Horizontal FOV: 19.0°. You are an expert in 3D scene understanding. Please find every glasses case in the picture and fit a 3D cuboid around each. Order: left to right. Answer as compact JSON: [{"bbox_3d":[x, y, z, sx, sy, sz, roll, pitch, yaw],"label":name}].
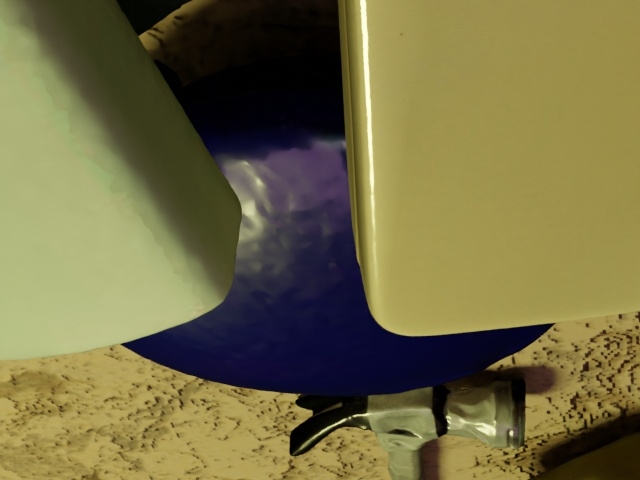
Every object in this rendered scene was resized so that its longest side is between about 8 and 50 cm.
[{"bbox_3d":[0.077,-0.104,0.721,0.144,0.076,0.336,-5,135,-2],"label":"glasses case"}]

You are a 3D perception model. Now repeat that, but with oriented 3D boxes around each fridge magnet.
[{"bbox_3d":[0.000,0.000,0.957,0.265,0.112,0.265,2,149,1],"label":"fridge magnet"}]

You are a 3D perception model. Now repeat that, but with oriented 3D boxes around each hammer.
[{"bbox_3d":[0.074,0.201,1.368,0.152,0.044,0.427,-1,150,7],"label":"hammer"}]

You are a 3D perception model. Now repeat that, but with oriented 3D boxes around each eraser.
[{"bbox_3d":[-0.161,-0.059,0.711,0.189,0.104,0.290,-8,148,14],"label":"eraser"}]

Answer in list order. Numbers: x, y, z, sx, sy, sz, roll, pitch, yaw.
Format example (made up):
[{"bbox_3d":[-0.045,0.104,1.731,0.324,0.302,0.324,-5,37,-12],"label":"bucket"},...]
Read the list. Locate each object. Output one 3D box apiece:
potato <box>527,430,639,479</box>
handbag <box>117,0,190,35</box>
[{"bbox_3d":[0.205,0.202,1.272,0.200,0.137,0.154,-28,175,38],"label":"potato"},{"bbox_3d":[-0.174,-0.149,0.745,0.238,0.089,0.326,27,143,-35],"label":"handbag"}]
